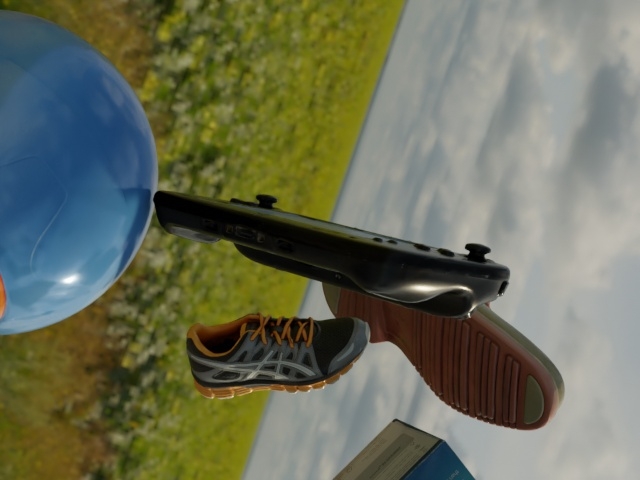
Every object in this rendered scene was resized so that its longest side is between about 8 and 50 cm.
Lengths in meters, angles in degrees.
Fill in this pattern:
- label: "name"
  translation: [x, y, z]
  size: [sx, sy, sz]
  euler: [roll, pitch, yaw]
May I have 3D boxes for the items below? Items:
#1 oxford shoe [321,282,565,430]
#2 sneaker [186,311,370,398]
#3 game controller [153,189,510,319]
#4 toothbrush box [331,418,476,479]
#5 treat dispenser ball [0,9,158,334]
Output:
- label: "oxford shoe"
  translation: [0.168, 0.092, 1.611]
  size: [0.146, 0.397, 0.141]
  euler: [-16, 124, -32]
- label: "sneaker"
  translation: [-0.051, 0.117, 1.469]
  size: [0.084, 0.214, 0.083]
  euler: [-87, 160, -53]
- label: "game controller"
  translation: [0.000, 0.000, 1.107]
  size: [0.319, 0.166, 0.067]
  euler: [14, -95, 47]
- label: "toothbrush box"
  translation: [0.116, 0.381, 1.462]
  size: [0.216, 0.296, 0.126]
  euler: [-41, -161, -14]
- label: "treat dispenser ball"
  translation: [-0.289, -0.060, 1.184]
  size: [0.288, 0.288, 0.288]
  euler: [19, 90, -89]
